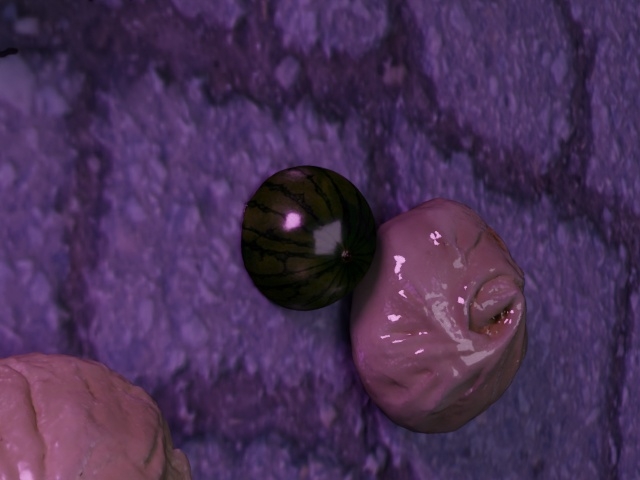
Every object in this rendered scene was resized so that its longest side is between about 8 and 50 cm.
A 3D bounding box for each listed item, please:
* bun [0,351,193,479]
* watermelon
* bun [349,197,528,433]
[{"bbox_3d":[-0.151,0.174,0.664,0.220,0.134,0.220,-6,99,-40],"label":"bun"},{"bbox_3d":[0.000,0.000,0.857,0.105,0.062,0.105,-5,98,-36],"label":"watermelon"},{"bbox_3d":[0.108,0.058,0.935,0.183,0.102,0.183,-3,94,-46],"label":"bun"}]
